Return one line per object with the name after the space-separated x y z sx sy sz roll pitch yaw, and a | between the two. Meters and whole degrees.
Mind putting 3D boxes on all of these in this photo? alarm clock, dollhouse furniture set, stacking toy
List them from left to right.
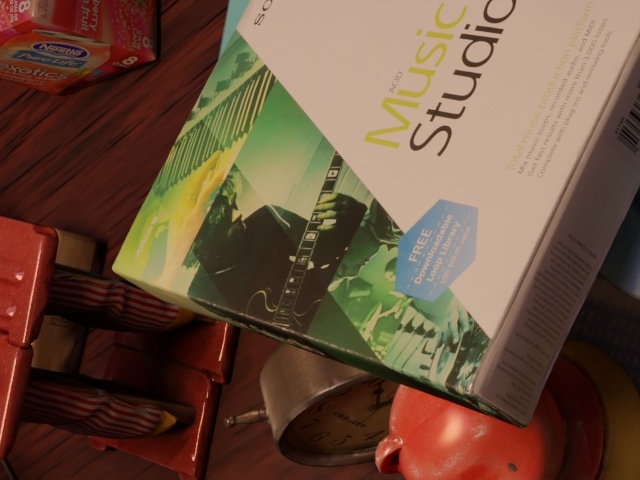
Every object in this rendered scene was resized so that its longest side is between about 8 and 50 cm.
-0.256 0.054 1.404 0.374 0.201 0.152 13 88 43 | dollhouse furniture set
0.045 0.078 1.178 0.192 0.129 0.064 -25 61 21 | alarm clock
0.190 0.074 0.995 0.279 0.130 0.309 46 110 39 | stacking toy

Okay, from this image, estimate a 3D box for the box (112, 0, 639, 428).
0.037 -0.044 1.081 0.322 0.058 0.232 14 75 50 | box

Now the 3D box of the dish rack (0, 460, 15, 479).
-0.286 0.181 1.405 0.074 0.208 0.271 -44 54 7 | dish rack

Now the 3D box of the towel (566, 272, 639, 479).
0.224 0.046 1.083 0.209 0.034 0.285 16 90 43 | towel

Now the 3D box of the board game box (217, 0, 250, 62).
0.065 -0.222 1.234 0.254 0.079 0.336 18 100 43 | board game box

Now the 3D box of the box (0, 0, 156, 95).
-0.211 -0.257 1.491 0.122 0.128 0.257 -15 69 39 | box
